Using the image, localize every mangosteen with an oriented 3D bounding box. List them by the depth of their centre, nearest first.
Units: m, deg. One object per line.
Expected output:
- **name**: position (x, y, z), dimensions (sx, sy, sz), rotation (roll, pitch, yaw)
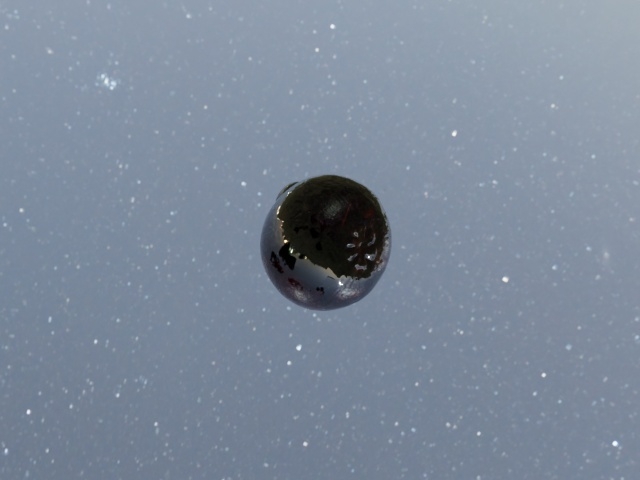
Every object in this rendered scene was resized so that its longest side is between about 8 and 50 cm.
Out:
- **mangosteen**: position (0.000, 0.000, 0.753), dimensions (0.152, 0.153, 0.152), rotation (17, -147, -11)
